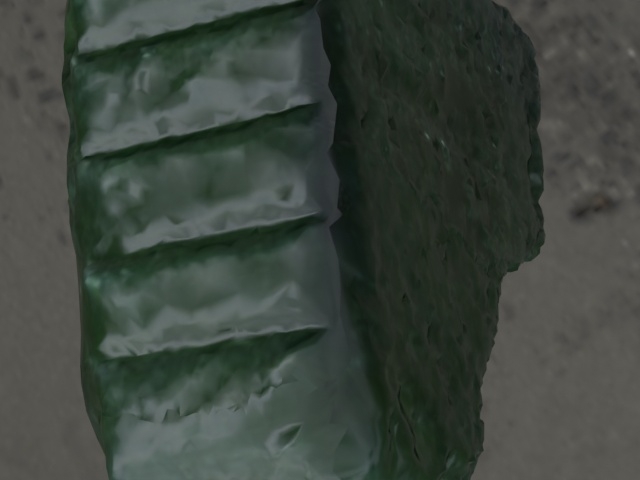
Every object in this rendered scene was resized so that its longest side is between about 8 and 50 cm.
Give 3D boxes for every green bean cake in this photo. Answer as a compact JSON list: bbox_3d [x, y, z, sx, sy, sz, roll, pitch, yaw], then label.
[{"bbox_3d":[0.000,0.000,1.028,0.169,0.307,0.300,-10,165,24],"label":"green bean cake"}]
